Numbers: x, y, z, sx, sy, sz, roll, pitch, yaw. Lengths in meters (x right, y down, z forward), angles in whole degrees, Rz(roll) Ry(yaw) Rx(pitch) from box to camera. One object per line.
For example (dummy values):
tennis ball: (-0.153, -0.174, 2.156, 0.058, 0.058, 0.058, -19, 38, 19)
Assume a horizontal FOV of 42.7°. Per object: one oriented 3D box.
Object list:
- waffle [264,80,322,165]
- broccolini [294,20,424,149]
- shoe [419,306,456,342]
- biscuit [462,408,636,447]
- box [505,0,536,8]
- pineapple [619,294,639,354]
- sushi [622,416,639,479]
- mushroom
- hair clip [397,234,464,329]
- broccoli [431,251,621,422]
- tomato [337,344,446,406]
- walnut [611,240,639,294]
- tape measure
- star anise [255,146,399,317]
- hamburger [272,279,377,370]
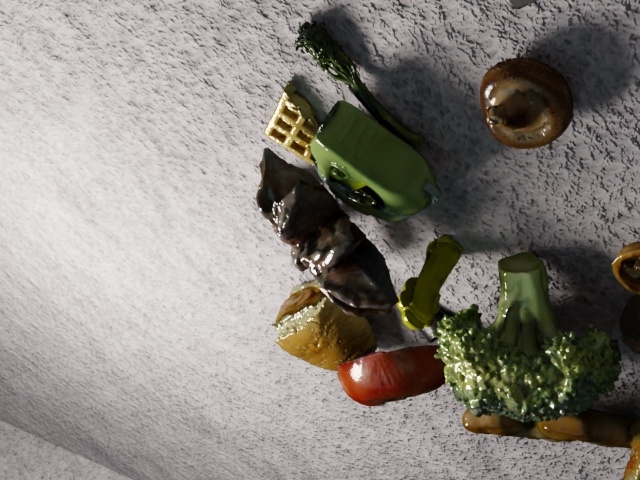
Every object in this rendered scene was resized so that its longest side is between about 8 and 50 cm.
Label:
waffle: (0.013, -0.152, 1.244, 0.191, 0.032, 0.125, 30, 142, -3)
broccolini: (0.058, -0.209, 1.127, 0.239, 0.054, 0.051, 41, -176, -18)
shoe: (0.217, 0.161, 1.462, 0.159, 0.053, 0.062, 24, 148, 5)
biscuit: (0.406, 0.318, 1.413, 0.237, 0.062, 0.290, -5, 164, 40)
box: (0.221, -0.324, 0.879, 0.125, 0.027, 0.126, 45, 144, -16)
pineapple: (0.530, 0.149, 1.188, 0.197, 0.108, 0.108, 28, 148, -20)
sushi: (0.607, 0.355, 1.319, 0.274, 0.139, 0.184, -10, 137, 29)
mushroom: (0.248, -0.168, 1.002, 0.109, 0.085, 0.126, -11, 136, -3)
hair clip: (0.166, 0.067, 1.274, 0.072, 0.173, 0.046, 36, 145, -11)
broccoli: (0.306, 0.172, 1.250, 0.288, 0.235, 0.260, -4, 136, 21)
tomato: (0.145, 0.251, 1.506, 0.225, 0.085, 0.225, -10, 161, -3)
walnut: (0.464, 0.034, 1.120, 0.121, 0.052, 0.091, 20, 143, 11)
tape measure: (0.076, -0.104, 1.181, 0.200, 0.106, 0.175, 31, 165, -6)
star anise: (0.002, 0.002, 1.271, 0.332, 0.117, 0.332, 50, 180, 0)
hamburger: (0.028, 0.181, 1.553, 0.207, 0.135, 0.155, 45, 144, -24)
